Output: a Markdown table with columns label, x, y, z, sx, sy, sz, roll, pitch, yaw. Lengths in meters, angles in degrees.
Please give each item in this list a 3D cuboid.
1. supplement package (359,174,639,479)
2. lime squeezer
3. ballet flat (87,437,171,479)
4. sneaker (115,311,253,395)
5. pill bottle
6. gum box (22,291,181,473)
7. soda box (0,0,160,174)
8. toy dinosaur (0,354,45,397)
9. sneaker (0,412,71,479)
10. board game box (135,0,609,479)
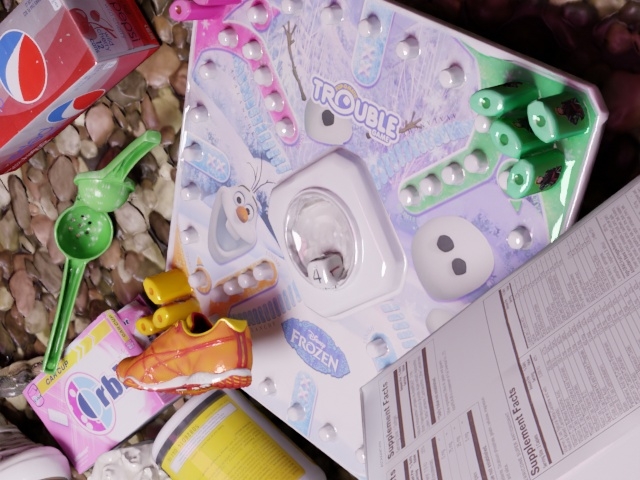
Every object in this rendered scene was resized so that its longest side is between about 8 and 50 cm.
| label | x | y | z | sx | sy | sz | roll | pitch | yaw |
| --- | --- | --- | --- | --- | --- | --- | --- | --- | --- |
| supplement package | 0.187 | 0.127 | 0.662 | 0.262 | 0.198 | 0.199 | -40 | 112 | 19 |
| lime squeezer | -0.214 | -0.017 | 1.033 | 0.058 | 0.110 | 0.310 | 24 | 127 | -12 |
| ballet flat | -0.077 | 0.365 | 1.061 | 0.147 | 0.147 | 0.409 | -31 | 95 | 39 |
| sneaker | -0.115 | 0.099 | 0.957 | 0.175 | 0.064 | 0.067 | -14 | 71 | 44 |
| pill bottle | -0.059 | 0.223 | 1.021 | 0.184 | 0.103 | 0.103 | 42 | 127 | 15 |
| gum box | -0.209 | 0.144 | 1.120 | 0.188 | 0.062 | 0.107 | -40 | 84 | 39 |
| soda box | -0.269 | -0.145 | 1.030 | 0.263 | 0.083 | 0.092 | -29 | 90 | 40 |
| toy dinosaur | -0.418 | 0.152 | 1.250 | 0.268 | 0.064 | 0.118 | -24 | 62 | 24 |
| sneaker | -0.363 | 0.238 | 1.219 | 0.290 | 0.105 | 0.123 | -28 | 72 | 51 |
| board game box | 0.000 | 0.000 | 0.874 | 0.390 | 0.050 | 0.390 | 32 | 125 | 35 |
